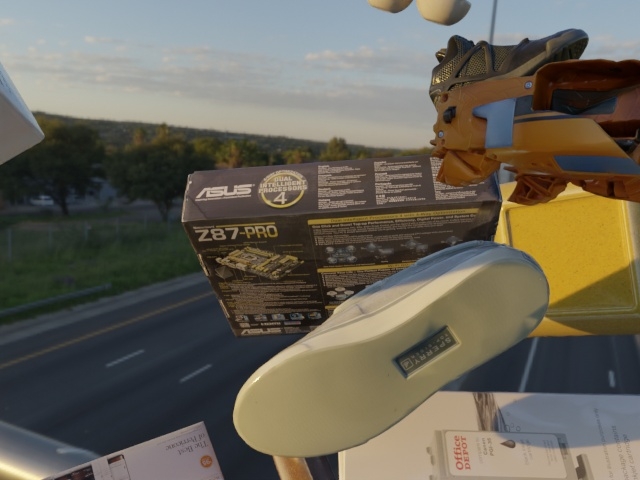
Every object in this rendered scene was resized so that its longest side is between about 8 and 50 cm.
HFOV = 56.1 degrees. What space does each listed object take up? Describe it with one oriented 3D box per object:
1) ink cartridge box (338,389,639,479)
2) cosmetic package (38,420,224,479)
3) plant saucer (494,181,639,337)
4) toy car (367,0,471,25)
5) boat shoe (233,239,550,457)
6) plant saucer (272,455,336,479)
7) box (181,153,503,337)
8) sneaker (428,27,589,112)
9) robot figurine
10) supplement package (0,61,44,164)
[{"bbox_3d":[0.156,0.228,0.541,0.282,0.207,0.117,1,52,3],"label":"ink cartridge box"},{"bbox_3d":[-0.266,0.349,0.853,0.238,0.060,0.099,-14,61,-26],"label":"cosmetic package"},{"bbox_3d":[0.493,0.029,1.181,0.332,0.333,0.081,-9,-2,36],"label":"plant saucer"},{"bbox_3d":[0.132,-0.379,0.780,0.181,0.159,0.136,22,15,20],"label":"toy car"},{"bbox_3d":[0.045,0.072,0.420,0.227,0.079,0.081,-30,12,7],"label":"boat shoe"},{"bbox_3d":[-0.018,0.351,0.906,0.050,0.311,0.310,-23,11,-3],"label":"plant saucer"},{"bbox_3d":[0.037,0.025,0.863,0.394,0.097,0.318,-4,-35,6],"label":"box"},{"bbox_3d":[0.246,-0.247,0.822,0.227,0.130,0.087,-30,-26,-1],"label":"sneaker"},{"bbox_3d":[0.227,-0.058,0.368,0.211,0.085,0.291,7,2,-43],"label":"robot figurine"},{"bbox_3d":[-0.325,-0.135,0.298,0.199,0.198,0.263,-33,-20,-9],"label":"supplement package"}]
